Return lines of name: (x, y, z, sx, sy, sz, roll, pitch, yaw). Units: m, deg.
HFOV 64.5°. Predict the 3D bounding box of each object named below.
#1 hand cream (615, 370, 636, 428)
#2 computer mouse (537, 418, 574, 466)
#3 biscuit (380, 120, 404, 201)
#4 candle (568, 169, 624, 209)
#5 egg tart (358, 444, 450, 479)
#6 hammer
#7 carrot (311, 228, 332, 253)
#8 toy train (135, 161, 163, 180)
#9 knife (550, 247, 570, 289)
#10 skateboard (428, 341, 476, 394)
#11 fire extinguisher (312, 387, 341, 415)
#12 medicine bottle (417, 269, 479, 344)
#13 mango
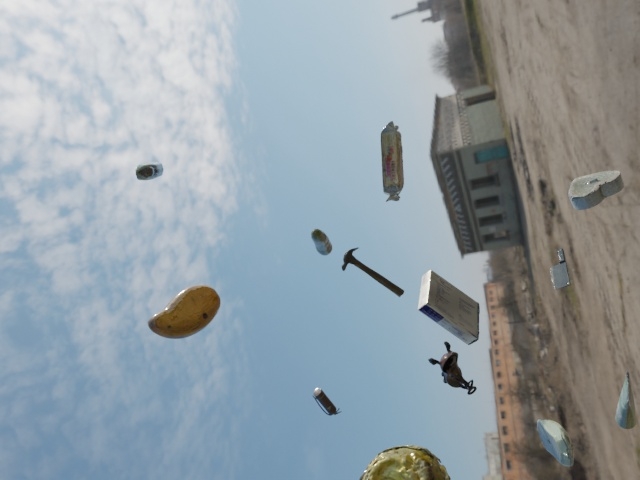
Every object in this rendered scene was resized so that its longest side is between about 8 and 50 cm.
hand cream: (0.900, 0.483, 1.493, 0.235, 0.055, 0.086, 62, -143, -39)
computer mouse: (0.621, 0.521, 1.318, 0.181, 0.056, 0.089, 19, -128, -85)
biscuit: (0.289, -0.311, 2.036, 0.186, 0.079, 0.309, -15, -78, -70)
candle: (0.979, -0.188, 1.837, 0.068, 0.192, 0.168, 60, -178, -17)
egg tart: (0.206, 0.664, 1.331, 0.095, 0.279, 0.279, 54, -148, -39)
hammer: (0.207, 0.134, 1.945, 0.297, 0.027, 0.125, 35, -123, -17)
carrot: (0.000, 0.000, 2.127, 0.358, 0.074, 0.074, 59, -155, -76)
toy train: (-0.539, -0.217, 1.602, 0.252, 0.048, 0.055, -126, 43, -76)
knife: (1.003, 0.118, 2.133, 0.019, 0.072, 0.245, 51, -145, -19)
skateboard: (0.329, 0.321, 1.235, 0.067, 0.080, 0.151, -44, -52, -13)
fire extinguisher: (0.027, 0.717, 2.224, 0.158, 0.064, 0.043, 56, 176, -20)
medicine bottle: (0.395, 0.198, 1.546, 0.201, 0.052, 0.171, 34, -143, -10)
mango: (-0.511, 0.281, 1.938, 0.295, 0.177, 0.120, -38, -22, -37)
